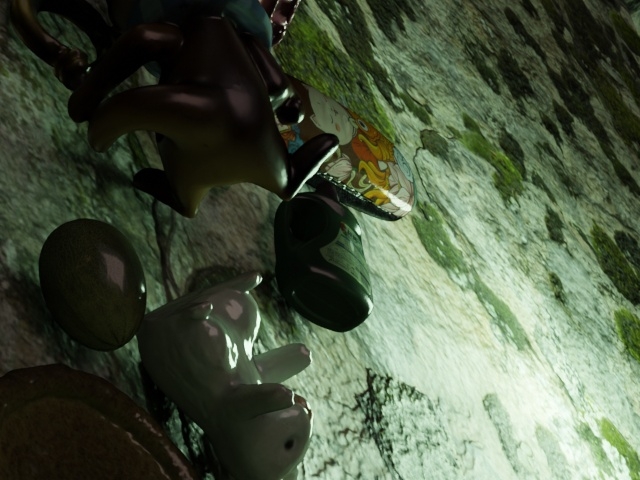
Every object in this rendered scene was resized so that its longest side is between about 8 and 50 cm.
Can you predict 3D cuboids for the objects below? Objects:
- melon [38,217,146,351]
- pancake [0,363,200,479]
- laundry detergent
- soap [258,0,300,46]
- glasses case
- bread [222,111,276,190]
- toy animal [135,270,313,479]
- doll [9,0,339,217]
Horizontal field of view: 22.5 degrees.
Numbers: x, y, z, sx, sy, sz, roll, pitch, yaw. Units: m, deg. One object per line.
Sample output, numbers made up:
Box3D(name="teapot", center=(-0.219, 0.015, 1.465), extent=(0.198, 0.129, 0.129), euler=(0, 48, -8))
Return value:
Box3D(name="melon", center=(-0.213, 0.042, 1.516), extent=(0.098, 0.098, 0.131), euler=(-5, 68, -61))
Box3D(name="pancake", center=(-0.193, 0.230, 1.393), extent=(0.288, 0.033, 0.286), euler=(47, 26, -15))
Box3D(name="laundry detergent", center=(0.000, 0.000, 1.947), extent=(0.144, 0.078, 0.222), euler=(33, 33, -30))
Box3D(name="soap", center=(-0.116, -0.296, 1.950), extent=(0.162, 0.250, 0.099), euler=(2, 53, -26))
Box3D(name="glasses case", center=(0.007, -0.125, 2.102), extent=(0.321, 0.082, 0.122), euler=(29, 40, -37))
Box3D(name="bread", center=(-0.113, -0.157, 1.934), extent=(0.112, 0.036, 0.193), euler=(33, 50, -4))
Box3D(name="toy animal", center=(-0.061, 0.165, 1.572), extent=(0.282, 0.138, 0.140), euler=(53, 21, -4))
Box3D(name="doll", center=(-0.157, -0.192, 1.740), extent=(0.317, 0.209, 0.340), euler=(-2, 62, -25))
